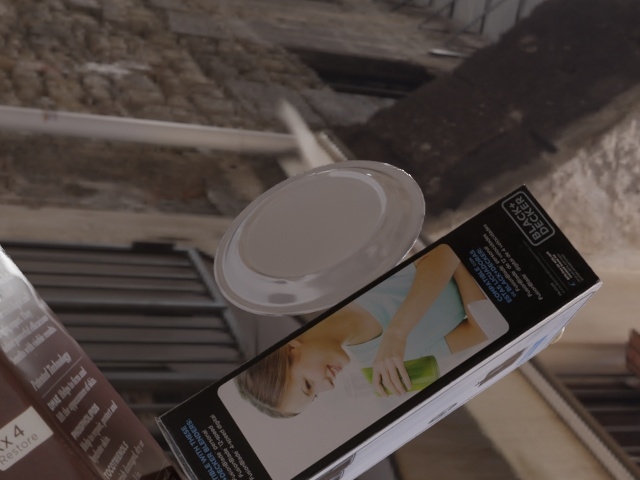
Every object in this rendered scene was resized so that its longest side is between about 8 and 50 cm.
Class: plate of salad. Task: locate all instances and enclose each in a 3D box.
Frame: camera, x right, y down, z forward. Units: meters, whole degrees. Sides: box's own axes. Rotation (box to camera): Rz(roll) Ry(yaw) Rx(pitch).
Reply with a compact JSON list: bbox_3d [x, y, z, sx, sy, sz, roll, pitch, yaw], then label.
[{"bbox_3d":[0.000,0.000,0.911,0.048,0.199,0.200,63,-3,-37],"label":"plate of salad"}]

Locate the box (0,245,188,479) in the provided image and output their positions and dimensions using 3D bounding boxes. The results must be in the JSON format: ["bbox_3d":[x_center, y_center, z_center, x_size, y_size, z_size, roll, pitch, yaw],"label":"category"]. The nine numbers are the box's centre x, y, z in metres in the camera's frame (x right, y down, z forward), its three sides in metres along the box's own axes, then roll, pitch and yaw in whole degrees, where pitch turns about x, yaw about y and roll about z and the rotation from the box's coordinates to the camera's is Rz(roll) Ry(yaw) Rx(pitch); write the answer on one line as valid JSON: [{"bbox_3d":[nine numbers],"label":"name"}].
[{"bbox_3d":[-0.256,0.132,0.697,0.381,0.191,0.143,52,6,-4],"label":"box"}]

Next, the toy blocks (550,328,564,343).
[{"bbox_3d":[0.219,0.062,1.213,0.054,0.148,0.123,0,-94,61],"label":"toy blocks"}]

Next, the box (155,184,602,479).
[{"bbox_3d":[0.038,0.096,0.711,0.087,0.290,0.169,55,-14,16],"label":"box"}]
